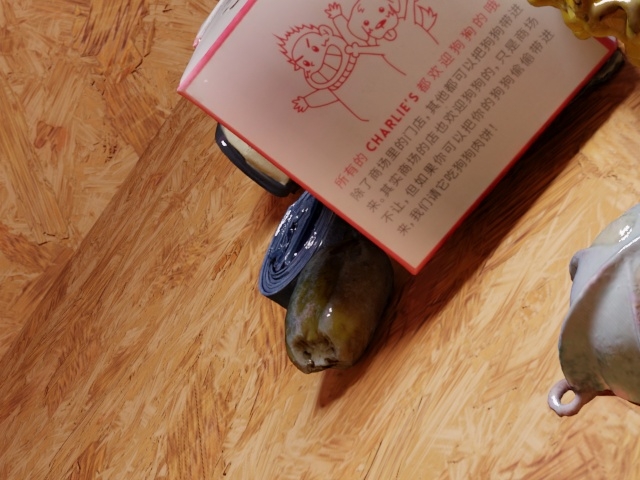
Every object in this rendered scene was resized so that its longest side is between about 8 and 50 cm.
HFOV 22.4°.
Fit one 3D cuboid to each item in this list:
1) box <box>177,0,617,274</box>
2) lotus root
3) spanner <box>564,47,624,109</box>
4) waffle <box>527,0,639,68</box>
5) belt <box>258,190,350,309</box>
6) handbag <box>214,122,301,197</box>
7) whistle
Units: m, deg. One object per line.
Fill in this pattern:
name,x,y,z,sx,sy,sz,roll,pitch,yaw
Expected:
box,0.074,-0.203,1.608,0.314,0.312,0.300,-49,12,16
lotus root,0.024,0.056,1.698,0.113,0.088,0.192,-21,34,38
spanner,0.213,-0.111,1.611,0.254,0.015,0.054,-44,18,35
waffle,0.302,-0.309,1.344,0.324,0.261,0.151,-50,-9,7
belt,0.000,0.000,1.887,0.141,0.082,0.190,-23,37,53
handbag,-0.054,-0.188,2.252,0.181,0.181,0.254,-47,15,22
whistle,0.277,-0.002,1.035,0.346,0.134,0.142,-42,15,12
